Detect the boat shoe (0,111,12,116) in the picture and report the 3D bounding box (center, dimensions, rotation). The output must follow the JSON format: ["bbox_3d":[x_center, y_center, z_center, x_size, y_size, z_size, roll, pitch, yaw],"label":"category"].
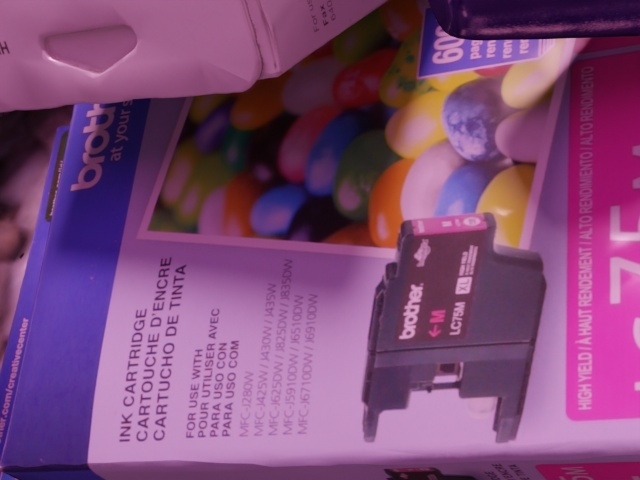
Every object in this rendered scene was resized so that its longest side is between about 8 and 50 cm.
[{"bbox_3d":[-0.118,-0.177,0.596,0.324,0.123,0.116,-44,47,-9],"label":"boat shoe"}]

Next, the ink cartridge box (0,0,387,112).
[{"bbox_3d":[-0.028,-0.122,0.466,0.140,0.082,0.191,0,27,35],"label":"ink cartridge box"}]

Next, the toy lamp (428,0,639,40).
[{"bbox_3d":[0.161,-0.120,0.376,0.275,0.080,0.080,-18,56,-2],"label":"toy lamp"}]

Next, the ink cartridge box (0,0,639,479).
[{"bbox_3d":[0.000,0.000,0.465,0.311,0.065,0.185,-8,61,27],"label":"ink cartridge box"}]
